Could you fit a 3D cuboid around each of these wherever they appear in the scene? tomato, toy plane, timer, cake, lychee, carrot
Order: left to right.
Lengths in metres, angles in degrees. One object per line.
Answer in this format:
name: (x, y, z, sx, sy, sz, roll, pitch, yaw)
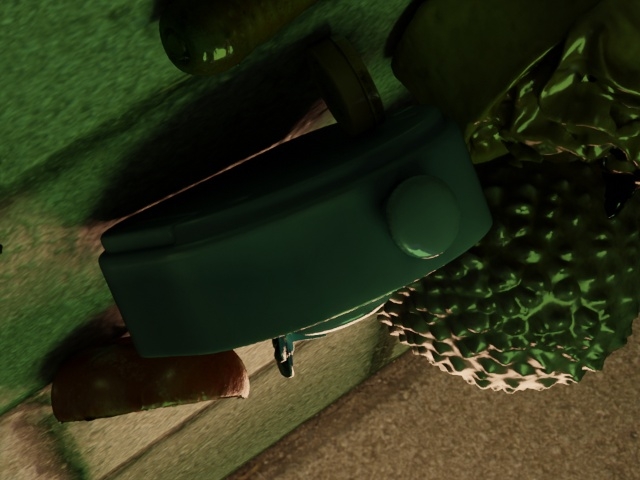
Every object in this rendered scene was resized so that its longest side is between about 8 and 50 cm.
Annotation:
tomato: (-0.205, 0.158, 2.353, 0.236, 0.095, 0.237, -7, 178, 0)
toy plane: (-0.066, 0.041, 2.311, 0.078, 0.169, 0.246, -17, 130, 15)
carrot: (-0.012, -0.233, 1.690, 0.298, 0.078, 0.078, -35, 168, -25)
timer: (0.000, 0.000, 1.987, 0.395, 0.173, 0.395, -20, -171, 3)
lychee: (0.223, 0.000, 2.424, 0.380, 0.380, 0.432, -43, 147, 25)
cake: (0.287, -0.170, 2.119, 0.332, 0.321, 0.332, -37, 166, -10)

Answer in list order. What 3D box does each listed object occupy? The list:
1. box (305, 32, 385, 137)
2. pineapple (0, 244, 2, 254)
box: (0.024, -0.154, 1.958, 0.037, 0.105, 0.105, -29, 166, -8)
pineapple: (-0.338, 0.035, 1.625, 0.158, 0.158, 0.278, -39, 178, 10)
